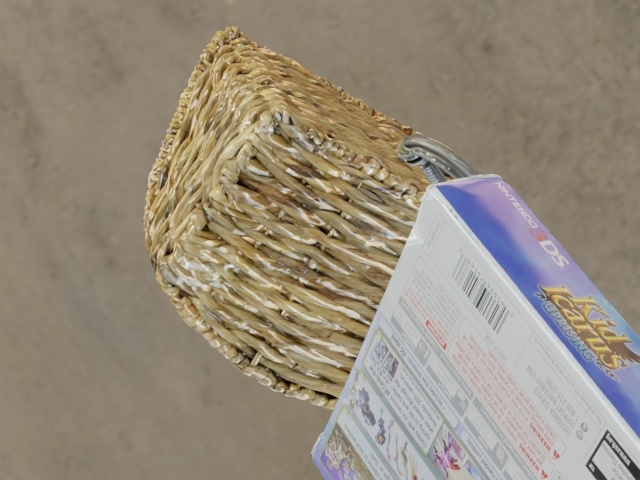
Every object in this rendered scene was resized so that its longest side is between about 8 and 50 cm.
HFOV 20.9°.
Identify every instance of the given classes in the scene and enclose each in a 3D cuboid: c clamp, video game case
[{"bbox_3d":[0.097,-0.018,1.148,0.137,0.022,0.161,39,169,49],"label":"c clamp"},{"bbox_3d":[0.116,0.140,1.011,0.269,0.061,0.244,54,138,33],"label":"video game case"}]

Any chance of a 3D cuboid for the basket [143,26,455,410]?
[{"bbox_3d":[0.000,0.000,1.453,0.299,0.213,0.223,27,-165,-24],"label":"basket"}]
